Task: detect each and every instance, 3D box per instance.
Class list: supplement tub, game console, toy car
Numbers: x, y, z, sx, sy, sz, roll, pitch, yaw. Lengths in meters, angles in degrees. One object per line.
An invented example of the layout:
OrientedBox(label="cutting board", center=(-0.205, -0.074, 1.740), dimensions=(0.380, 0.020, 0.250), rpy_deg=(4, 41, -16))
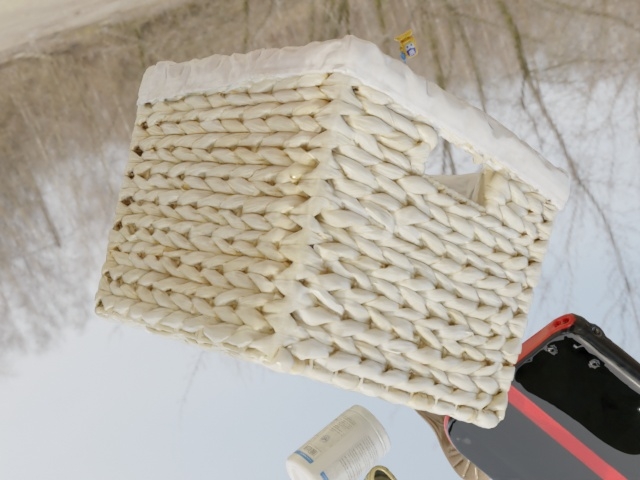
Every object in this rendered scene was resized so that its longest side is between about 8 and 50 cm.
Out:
OrientedBox(label="supplement tub", center=(0.020, 0.246, 0.980), dimensions=(0.107, 0.071, 0.071), rpy_deg=(-33, -162, -26))
OrientedBox(label="game console", center=(0.380, 0.291, 1.138), dimensions=(0.060, 0.386, 0.342), rpy_deg=(-49, 177, -43))
OrientedBox(label="toy car", center=(0.074, -0.187, 0.967), dimensions=(0.122, 0.041, 0.060), rpy_deg=(-35, -150, -11))

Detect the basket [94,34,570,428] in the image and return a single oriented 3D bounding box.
OrientedBox(label="basket", center=(0.000, 0.000, 0.837), dimensions=(0.328, 0.267, 0.331), rpy_deg=(23, 169, -40))

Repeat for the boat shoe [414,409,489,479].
OrientedBox(label="boat shoe", center=(0.230, 0.285, 1.516), dimensions=(0.104, 0.285, 0.089), rpy_deg=(-22, -176, 38))

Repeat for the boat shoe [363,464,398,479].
OrientedBox(label="boat shoe", center=(0.085, 0.278, 0.783), dimensions=(0.056, 0.153, 0.048), rpy_deg=(-22, 155, -13))
